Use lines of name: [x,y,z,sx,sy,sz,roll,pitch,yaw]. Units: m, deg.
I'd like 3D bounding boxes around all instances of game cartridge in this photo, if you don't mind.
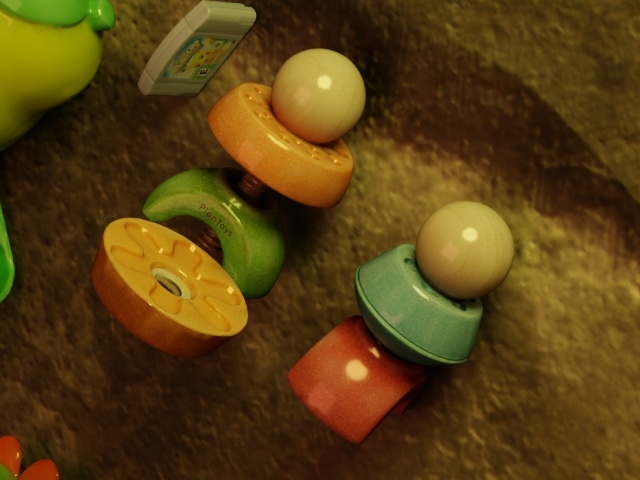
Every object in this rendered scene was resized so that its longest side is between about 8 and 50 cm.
game cartridge: [-0.085,-0.127,1.251,0.083,0.056,0.017,-48,60,31]

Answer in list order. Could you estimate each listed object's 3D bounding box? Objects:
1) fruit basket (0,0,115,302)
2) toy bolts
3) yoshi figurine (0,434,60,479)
fruit basket: [-0.335,-0.117,1.331,0.392,0.283,0.392,19,114,51]
toy bolts: [0.000,0.000,1.128,0.228,0.218,0.158,40,112,6]
yoshi figurine: [-0.322,0.269,1.404,0.362,0.203,0.203,-6,108,35]
